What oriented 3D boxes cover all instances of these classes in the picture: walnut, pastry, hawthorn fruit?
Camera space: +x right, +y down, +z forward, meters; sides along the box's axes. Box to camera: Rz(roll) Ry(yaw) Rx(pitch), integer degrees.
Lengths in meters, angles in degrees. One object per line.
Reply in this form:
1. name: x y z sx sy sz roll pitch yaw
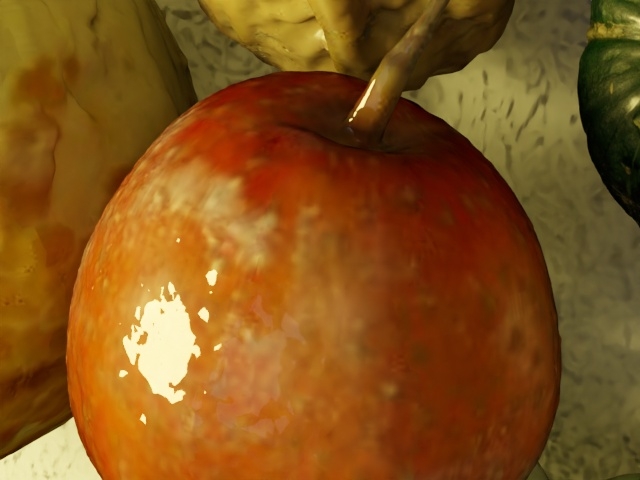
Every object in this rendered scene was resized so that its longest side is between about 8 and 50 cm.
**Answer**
1. walnut: 0.018 -0.175 0.890 0.198 0.245 0.198 -7 64 15
2. pastry: -0.241 -0.020 0.973 0.388 0.388 0.313 -23 84 31
3. hawthorn fruit: -0.014 0.033 0.822 0.231 0.235 0.263 -6 115 54

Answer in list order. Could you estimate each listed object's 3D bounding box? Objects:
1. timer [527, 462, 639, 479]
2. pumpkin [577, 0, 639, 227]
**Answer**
1. timer: 0.068 0.172 1.000 0.291 0.290 0.315 -44 67 32
2. pumpkin: 0.212 -0.081 0.862 0.190 0.146 0.190 12 110 37
